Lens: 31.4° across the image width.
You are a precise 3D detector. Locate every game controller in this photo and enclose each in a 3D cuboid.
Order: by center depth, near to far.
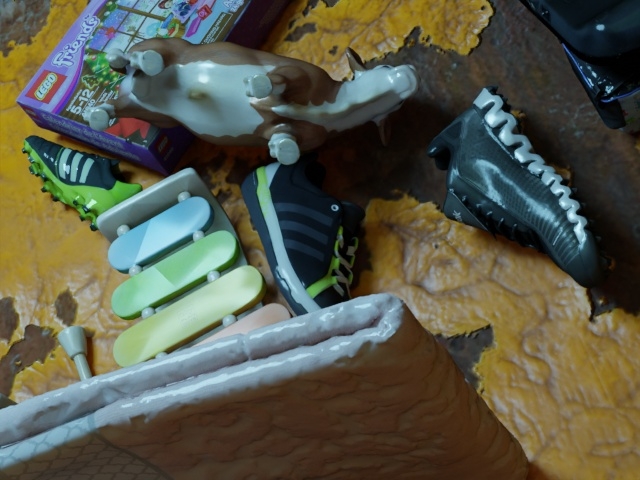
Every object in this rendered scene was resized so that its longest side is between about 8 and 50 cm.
[{"bbox_3d":[0.260,-0.261,1.046,0.166,0.067,0.319,-37,33,10],"label":"game controller"}]

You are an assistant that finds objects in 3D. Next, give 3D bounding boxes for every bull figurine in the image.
[{"bbox_3d":[-0.066,-0.135,1.076,0.310,0.188,0.101,6,103,13],"label":"bull figurine"}]

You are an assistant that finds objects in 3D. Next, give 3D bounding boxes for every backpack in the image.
[{"bbox_3d":[0.289,-0.162,1.020,0.114,0.084,0.105,-29,53,11],"label":"backpack"}]

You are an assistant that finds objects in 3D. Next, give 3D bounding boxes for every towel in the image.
[{"bbox_3d":[-0.032,0.160,0.839,0.317,0.332,0.053,-18,59,15],"label":"towel"}]

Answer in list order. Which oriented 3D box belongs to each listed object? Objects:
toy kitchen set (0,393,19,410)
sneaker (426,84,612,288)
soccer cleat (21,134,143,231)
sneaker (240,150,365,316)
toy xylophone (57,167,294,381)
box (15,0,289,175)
[{"bbox_3d":[-0.369,0.179,1.073,0.207,0.166,0.122,15,70,29],"label":"toy kitchen set"},{"bbox_3d":[0.168,-0.032,1.012,0.106,0.078,0.234,-33,52,7],"label":"sneaker"},{"bbox_3d":[-0.258,-0.070,1.230,0.072,0.060,0.179,-35,50,-25],"label":"soccer cleat"},{"bbox_3d":[0.000,0.000,1.060,0.097,0.084,0.234,-28,57,5],"label":"sneaker"},{"bbox_3d":[-0.136,0.101,1.066,0.236,0.081,0.322,-35,55,3],"label":"toy xylophone"},{"bbox_3d":[-0.173,-0.226,1.258,0.201,0.057,0.293,20,69,31],"label":"box"}]
